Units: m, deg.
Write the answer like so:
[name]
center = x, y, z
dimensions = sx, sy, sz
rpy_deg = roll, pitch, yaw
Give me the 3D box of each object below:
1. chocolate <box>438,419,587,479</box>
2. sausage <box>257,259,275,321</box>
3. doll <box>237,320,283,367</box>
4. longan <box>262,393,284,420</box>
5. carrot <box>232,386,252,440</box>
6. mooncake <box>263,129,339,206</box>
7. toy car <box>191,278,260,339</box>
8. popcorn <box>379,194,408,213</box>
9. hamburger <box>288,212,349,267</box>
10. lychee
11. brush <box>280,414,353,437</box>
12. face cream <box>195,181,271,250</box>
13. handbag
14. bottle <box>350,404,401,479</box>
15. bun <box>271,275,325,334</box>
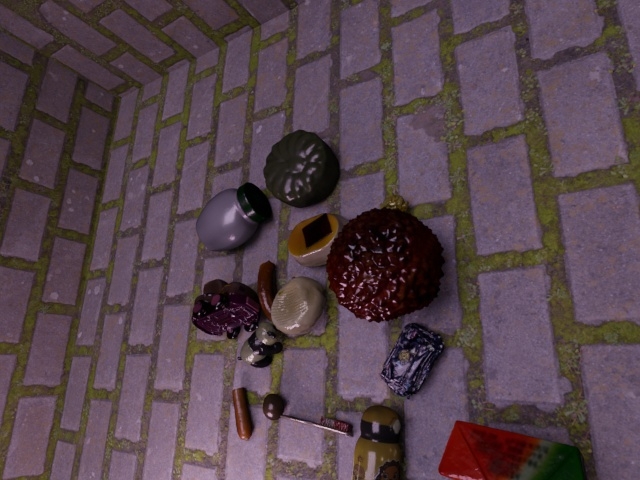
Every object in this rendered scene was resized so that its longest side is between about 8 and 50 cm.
[chocolate]
center = 0.545, 0.629, 1.174
dimensions = 0.342, 0.360, 0.161
rpy_deg = 0, 61, 34
[sausage]
center = -0.240, 0.239, 1.974
dimensions = 0.076, 0.103, 0.302
rpy_deg = 130, 135, -53
[doll]
center = -0.259, 0.457, 1.886
dimensions = 0.234, 0.135, 0.143
rpy_deg = -50, 55, 17
[longan]
center = -0.200, 0.703, 1.803
dimensions = 0.113, 0.092, 0.113
rpy_deg = 167, 90, -69
[carrot]
center = -0.348, 0.772, 1.894
dimensions = 0.067, 0.067, 0.225
rpy_deg = -29, 59, 23
[mooncake]
center = -0.097, -0.335, 2.010
dimensions = 0.357, 0.194, 0.356
rpy_deg = -12, 68, 32
[toy car]
center = -0.437, 0.296, 2.017
dimensions = 0.341, 0.271, 0.240
rpy_deg = -22, 43, 23
[popcorn]
center = 0.298, -0.129, 1.741
dimensions = 0.106, 0.116, 0.120
rpy_deg = -126, 27, -63
[hamburger]
center = 0.000, 0.000, 1.867
dimensions = 0.295, 0.151, 0.227
rpy_deg = -20, 59, 32
[lychee]
center = 0.227, 0.087, 1.533
dimensions = 0.425, 0.500, 0.424
rpy_deg = 0, 99, -2
[brush]
center = -0.017, 0.720, 1.695
dimensions = 0.321, 0.060, 0.050
rpy_deg = -2, 61, 33
[face cream]
center = -0.447, -0.117, 2.154
dimensions = 0.357, 0.219, 0.312
rpy_deg = -30, 60, 22
[handbag]
center = 0.328, 0.428, 1.527
dimensions = 0.162, 0.113, 0.260
rpy_deg = 30, 85, 30
[bottle]
center = 0.194, 0.755, 1.470
dimensions = 0.172, 0.172, 0.351
rpy_deg = -1, 75, 33
[bun]
center = -0.080, 0.283, 1.821
dimensions = 0.259, 0.160, 0.259
rpy_deg = -28, 47, 35
